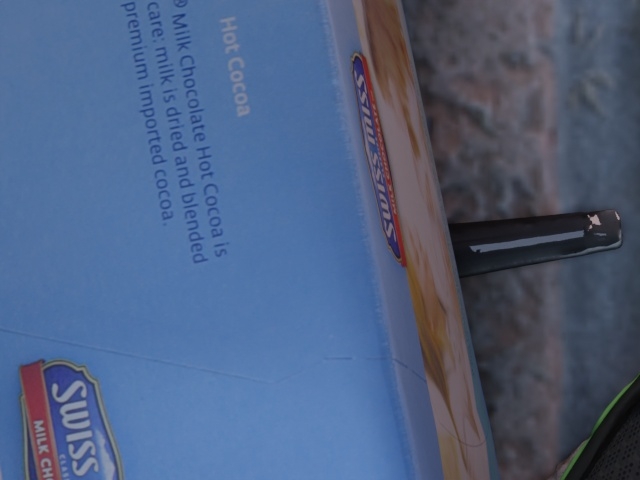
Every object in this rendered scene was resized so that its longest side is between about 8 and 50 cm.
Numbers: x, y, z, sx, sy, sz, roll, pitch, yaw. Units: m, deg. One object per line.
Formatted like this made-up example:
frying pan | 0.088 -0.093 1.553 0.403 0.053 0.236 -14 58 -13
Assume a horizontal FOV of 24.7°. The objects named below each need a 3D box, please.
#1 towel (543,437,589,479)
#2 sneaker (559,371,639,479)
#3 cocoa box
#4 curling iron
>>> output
towel | 0.159 0.232 0.648 0.187 0.049 0.282 -37 85 13
sneaker | 0.219 0.063 0.510 0.185 0.202 0.482 34 92 7
cocoa box | -0.078 -0.033 0.562 0.228 0.231 0.347 -13 80 11
curling iron | 0.000 0.000 0.677 0.274 0.035 0.068 -1 94 15
